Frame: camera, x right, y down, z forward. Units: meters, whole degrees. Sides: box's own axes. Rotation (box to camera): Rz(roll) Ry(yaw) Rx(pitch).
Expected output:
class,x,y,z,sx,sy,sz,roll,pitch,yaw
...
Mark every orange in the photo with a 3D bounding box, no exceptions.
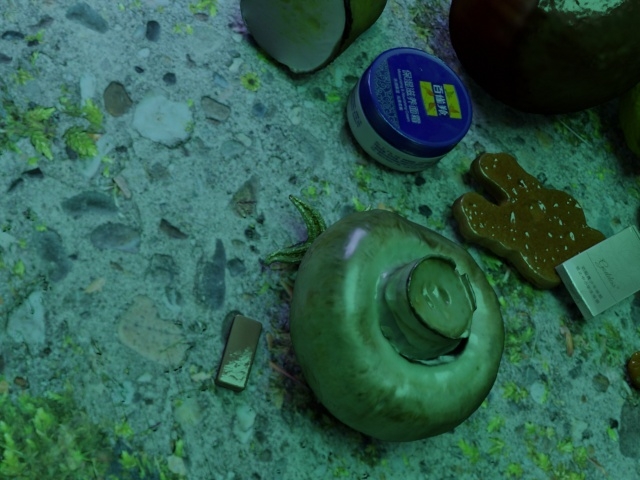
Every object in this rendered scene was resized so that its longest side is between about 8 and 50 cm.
class,x,y,z,sx,sy,sz,roll,pitch,yaw
orange,0.580,0.226,1.947,0.086,0.062,0.086,9,65,-19

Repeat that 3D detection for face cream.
class,x,y,z,sx,sy,sz,roll,pitch,yaw
face cream,0.151,-0.224,1.949,0.206,0.111,0.206,11,62,-21

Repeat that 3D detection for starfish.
class,x,y,z,sx,sy,sz,roll,pitch,yaw
starfish,0.000,0.000,1.794,0.208,0.053,0.176,-31,100,-30

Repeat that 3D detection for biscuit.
class,x,y,z,sx,sy,sz,roll,pitch,yaw
biscuit,0.385,-0.016,1.985,0.334,0.047,0.202,31,58,-11

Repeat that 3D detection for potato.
class,x,y,z,sx,sy,sz,roll,pitch,yaw
potato,0.015,-0.449,1.963,0.229,0.229,0.266,42,41,0

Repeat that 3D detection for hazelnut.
class,x,y,z,sx,sy,sz,roll,pitch,yaw
hazelnut,0.436,-0.420,2.029,0.353,0.421,0.421,50,45,-42

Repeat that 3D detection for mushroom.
class,x,y,z,sx,sy,sz,roll,pitch,yaw
mushroom,0.119,0.120,1.668,0.352,0.260,0.352,12,67,-29

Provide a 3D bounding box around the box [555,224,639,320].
class,x,y,z,sx,sy,sz,roll,pitch,yaw
box,0.511,0.055,1.972,0.198,0.029,0.109,-24,81,-32

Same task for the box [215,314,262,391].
class,x,y,z,sx,sy,sz,roll,pitch,yaw
box,-0.122,0.169,1.680,0.048,0.025,0.115,19,59,-9

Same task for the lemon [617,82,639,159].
class,x,y,z,sx,sy,sz,roll,pitch,yaw
lemon,0.694,-0.258,2.132,0.245,0.245,0.320,35,63,-5
